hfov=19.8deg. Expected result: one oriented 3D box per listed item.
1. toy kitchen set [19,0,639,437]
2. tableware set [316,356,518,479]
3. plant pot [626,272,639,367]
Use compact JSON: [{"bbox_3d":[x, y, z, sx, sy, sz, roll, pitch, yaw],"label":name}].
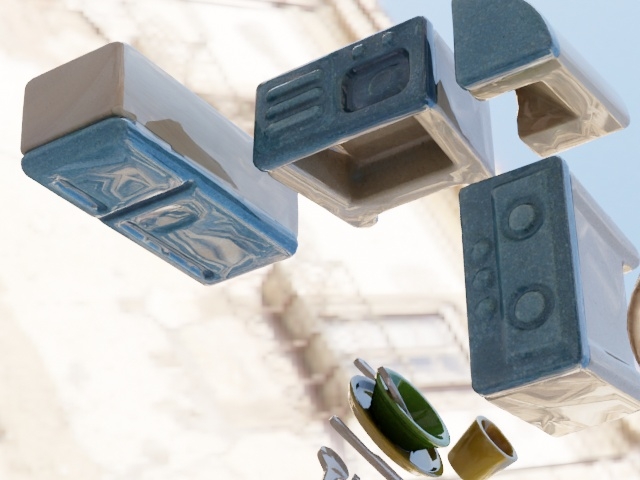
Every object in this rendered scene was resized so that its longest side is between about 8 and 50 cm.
[{"bbox_3d":[0.000,0.000,0.680,0.207,0.122,0.166,-21,-126,30],"label":"toy kitchen set"},{"bbox_3d":[0.047,0.089,0.630,0.104,0.154,0.024,45,-76,-5],"label":"tableware set"},{"bbox_3d":[0.211,-0.057,0.479,0.215,0.215,0.230,-12,-128,48],"label":"plant pot"}]
